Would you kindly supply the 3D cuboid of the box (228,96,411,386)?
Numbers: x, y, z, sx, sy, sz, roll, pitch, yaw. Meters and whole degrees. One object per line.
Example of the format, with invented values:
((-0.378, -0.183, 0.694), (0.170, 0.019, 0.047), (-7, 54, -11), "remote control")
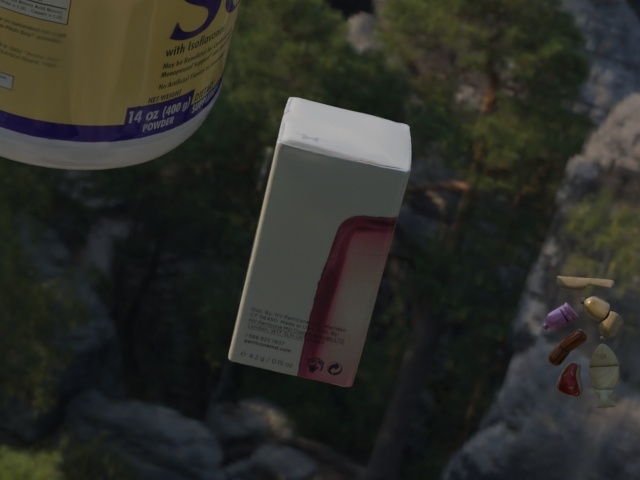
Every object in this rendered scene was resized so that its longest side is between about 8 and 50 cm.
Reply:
((0.000, 0.000, 1.385), (0.127, 0.232, 0.148), (13, 23, -2), "box")

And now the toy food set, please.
((0.250, 0.097, 1.369), (0.078, 0.122, 0.019), (4, -3, 20), "toy food set")

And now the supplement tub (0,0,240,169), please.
((-0.155, -0.240, 0.942), (0.241, 0.331, 0.241), (11, 40, -9), "supplement tub")
